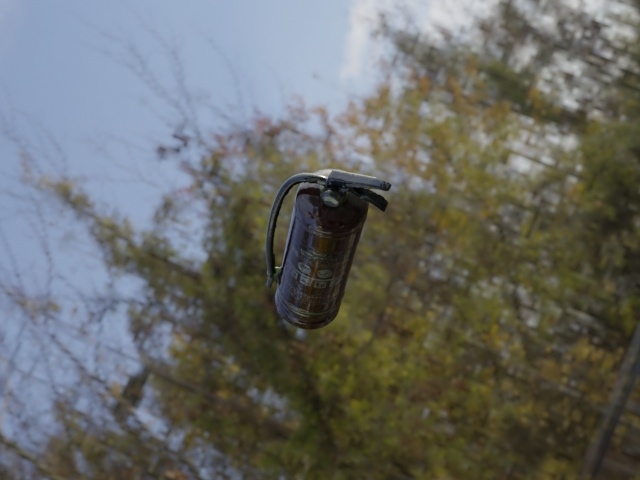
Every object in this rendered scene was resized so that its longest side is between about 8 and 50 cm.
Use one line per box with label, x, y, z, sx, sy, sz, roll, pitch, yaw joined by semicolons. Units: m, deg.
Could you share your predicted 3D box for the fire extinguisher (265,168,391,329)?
fire extinguisher;0.000;0.000;0.833;0.158;0.064;0.043;103;-174;-59
